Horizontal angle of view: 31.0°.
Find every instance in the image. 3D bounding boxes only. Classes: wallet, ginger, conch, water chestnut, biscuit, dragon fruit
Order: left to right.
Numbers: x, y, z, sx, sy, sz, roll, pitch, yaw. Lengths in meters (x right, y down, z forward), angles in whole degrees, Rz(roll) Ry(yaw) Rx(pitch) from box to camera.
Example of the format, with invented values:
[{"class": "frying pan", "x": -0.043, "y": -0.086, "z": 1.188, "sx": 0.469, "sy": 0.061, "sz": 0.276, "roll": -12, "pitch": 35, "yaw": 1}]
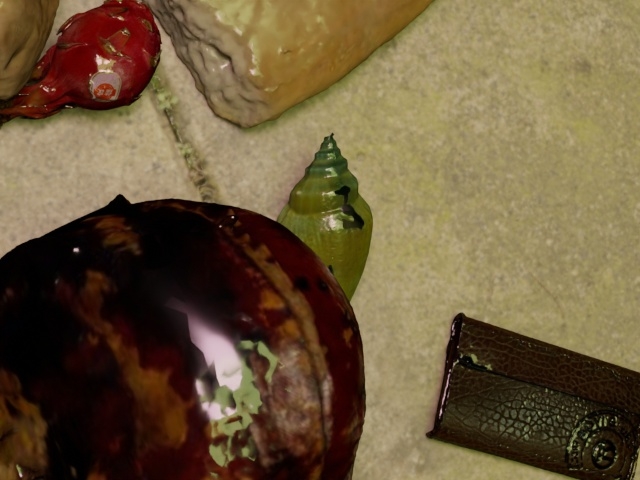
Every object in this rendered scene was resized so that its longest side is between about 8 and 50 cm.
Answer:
[{"class": "ginger", "x": -0.290, "y": -0.219, "z": 0.978, "sx": 0.152, "sy": 0.138, "sz": 0.267, "roll": -2, "pitch": 61, "yaw": -24}, {"class": "dragon fruit", "x": -0.218, "y": -0.143, "z": 1.034, "sx": 0.190, "sy": 0.094, "sz": 0.094, "roll": -39, "pitch": 100, "yaw": -10}, {"class": "water chestnut", "x": -0.098, "y": 0.112, "z": 0.951, "sx": 0.347, "sy": 0.335, "sz": 0.335, "roll": -13, "pitch": 91, "yaw": -54}, {"class": "biscuit", "x": -0.036, "y": -0.368, "z": 1.107, "sx": 0.446, "sy": 0.104, "sz": 0.429, "roll": -32, "pitch": 97, "yaw": -19}, {"class": "conch", "x": 0.002, "y": -0.002, "z": 1.114, "sx": 0.094, "sy": 0.079, "sz": 0.201, "roll": 13, "pitch": 90, "yaw": -1}, {"class": "wallet", "x": 0.235, "y": 0.173, "z": 1.202, "sx": 0.243, "sy": 0.039, "sz": 0.133, "roll": 19, "pitch": 80, "yaw": -18}]
